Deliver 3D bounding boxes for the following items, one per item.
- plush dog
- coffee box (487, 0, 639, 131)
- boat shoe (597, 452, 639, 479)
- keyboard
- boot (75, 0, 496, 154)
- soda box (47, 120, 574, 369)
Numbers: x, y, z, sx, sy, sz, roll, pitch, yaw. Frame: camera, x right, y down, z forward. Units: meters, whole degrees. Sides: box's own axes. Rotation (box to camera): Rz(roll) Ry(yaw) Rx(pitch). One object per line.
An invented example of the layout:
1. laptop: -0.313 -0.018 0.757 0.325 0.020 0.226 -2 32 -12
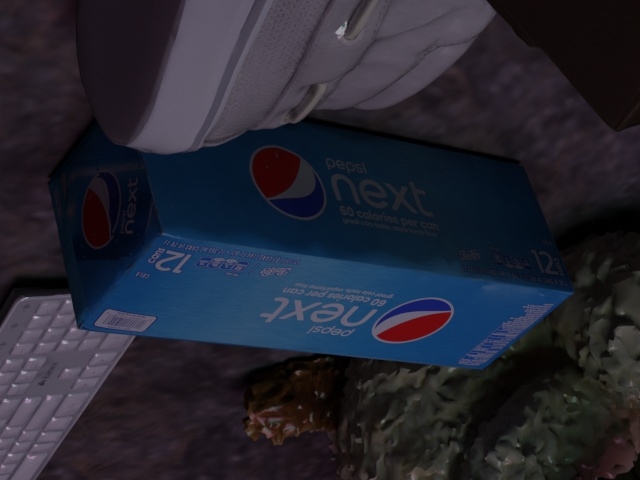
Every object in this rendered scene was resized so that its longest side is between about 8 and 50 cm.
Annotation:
1. plush dog: 0.087 0.149 0.846 0.210 0.225 0.262 -5 147 -21
2. coffee box: 0.159 -0.128 0.492 0.246 0.098 0.141 -17 151 -42
3. boat shoe: 0.218 0.094 0.937 0.103 0.113 0.302 0 144 -17
4. keyboard: -0.155 0.095 0.842 0.072 0.014 0.256 3 143 -31
5. boot: 0.013 -0.122 0.530 0.123 0.095 0.258 -11 156 -28
6. soda box: 0.000 0.000 0.715 0.210 0.071 0.067 9 141 -37
